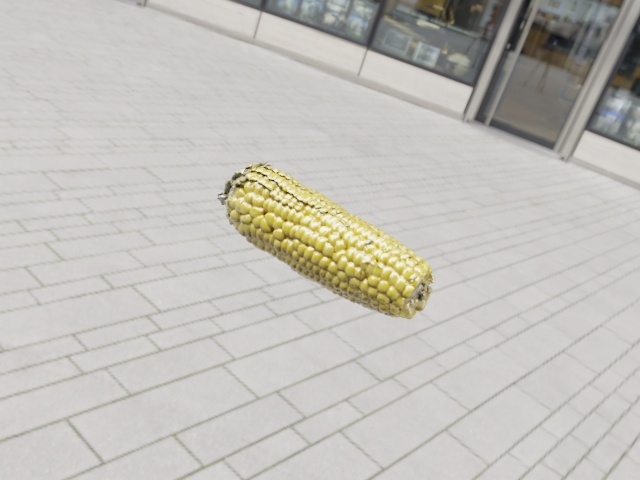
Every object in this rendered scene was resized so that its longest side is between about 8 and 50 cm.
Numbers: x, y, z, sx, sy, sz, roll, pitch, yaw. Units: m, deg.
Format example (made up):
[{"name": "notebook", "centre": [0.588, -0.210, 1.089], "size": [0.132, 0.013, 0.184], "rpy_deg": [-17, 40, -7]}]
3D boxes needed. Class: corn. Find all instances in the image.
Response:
[{"name": "corn", "centre": [0.000, 0.000, 0.881], "size": [0.318, 0.115, 0.115], "rpy_deg": [33, 26, 26]}]
